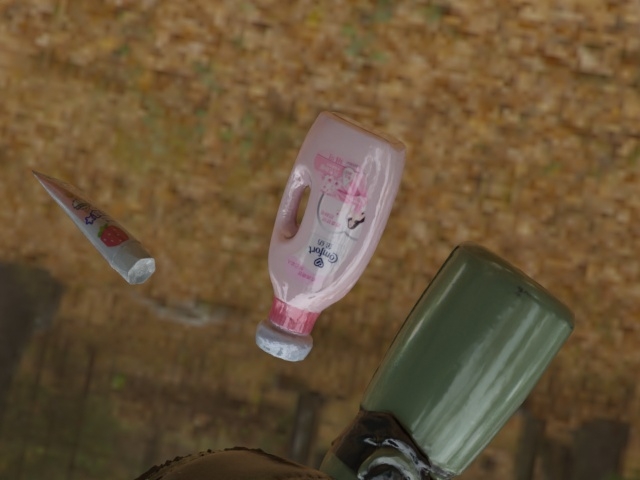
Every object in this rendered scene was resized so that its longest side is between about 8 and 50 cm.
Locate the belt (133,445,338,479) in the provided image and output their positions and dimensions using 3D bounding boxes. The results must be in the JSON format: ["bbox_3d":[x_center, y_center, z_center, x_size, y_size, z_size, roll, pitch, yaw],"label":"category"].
[{"bbox_3d":[-0.038,0.251,1.187,0.116,0.206,0.267,14,177,43],"label":"belt"}]

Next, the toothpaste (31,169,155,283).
[{"bbox_3d":[-0.260,-0.020,2.029,0.194,0.043,0.067,42,-166,32],"label":"toothpaste"}]

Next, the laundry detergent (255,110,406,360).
[{"bbox_3d":[0.000,0.000,2.386,0.159,0.335,0.088,29,-166,30],"label":"laundry detergent"}]

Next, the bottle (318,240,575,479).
[{"bbox_3d":[0.132,0.179,1.982,0.168,0.347,0.168,34,180,0],"label":"bottle"}]
